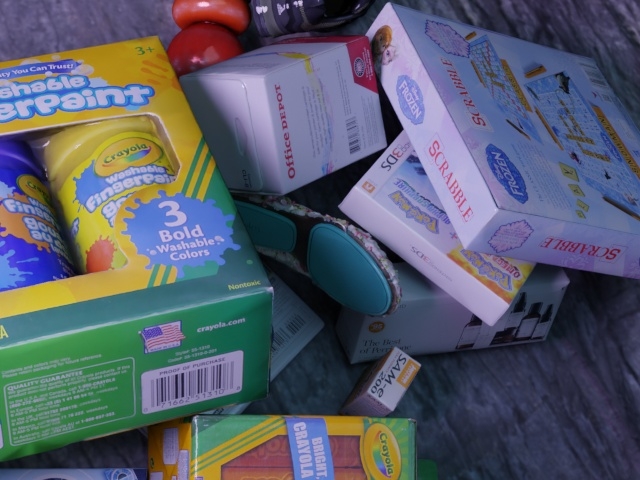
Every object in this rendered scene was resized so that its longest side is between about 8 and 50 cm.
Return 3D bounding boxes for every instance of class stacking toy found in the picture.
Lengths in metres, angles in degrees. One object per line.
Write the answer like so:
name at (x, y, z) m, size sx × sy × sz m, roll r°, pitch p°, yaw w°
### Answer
stacking toy at (-0.116, -0.309, 1.780) m, size 0.141 × 0.141 × 0.330 m, roll 10°, pitch 76°, yaw -16°

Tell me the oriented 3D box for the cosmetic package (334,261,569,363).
cosmetic package at (0.143, 0.071, 1.732) m, size 0.239 × 0.099 × 0.060 m, roll -6°, pitch 44°, yaw -20°

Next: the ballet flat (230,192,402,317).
ballet flat at (0.000, 0.000, 1.658) m, size 0.241 × 0.091 × 0.077 m, roll 29°, pitch 31°, yaw 26°

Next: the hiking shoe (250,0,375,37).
hiking shoe at (0.024, -0.270, 1.778) m, size 0.227 × 0.114 × 0.086 m, roll -31°, pitch 116°, yaw -51°

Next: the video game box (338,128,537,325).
video game box at (0.147, -0.033, 1.703) m, size 0.205 × 0.048 × 0.187 m, roll 37°, pitch 48°, yaw 3°

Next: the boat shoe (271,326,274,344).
boat shoe at (-0.105, 0.036, 1.654) m, size 0.066 × 0.066 × 0.183 m, roll -32°, pitch 83°, yaw -24°

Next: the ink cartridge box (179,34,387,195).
ink cartridge box at (-0.039, -0.134, 1.684) m, size 0.176 × 0.127 × 0.128 m, roll -26°, pitch 113°, yaw -45°

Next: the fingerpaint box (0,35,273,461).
fingerpaint box at (-0.309, 0.011, 1.465) m, size 0.444 × 0.163 × 0.371 m, roll -11°, pitch 47°, yaw -16°

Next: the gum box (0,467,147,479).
gum box at (-0.260, 0.302, 1.551) m, size 0.184 × 0.041 × 0.157 m, roll 2°, pitch 71°, yaw -18°

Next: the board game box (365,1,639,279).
board game box at (0.233, -0.103, 1.733) m, size 0.318 × 0.066 × 0.319 m, roll 10°, pitch 41°, yaw -34°

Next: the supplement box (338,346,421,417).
supplement box at (0.061, 0.156, 1.681) m, size 0.036 × 0.098 × 0.062 m, roll 36°, pitch 64°, yaw -4°

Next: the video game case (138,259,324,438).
video game case at (-0.140, 0.092, 1.676) m, size 0.206 × 0.026 × 0.227 m, roll 45°, pitch 65°, yaw 0°

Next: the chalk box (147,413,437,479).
chalk box at (-0.010, 0.261, 1.561) m, size 0.289 × 0.179 × 0.180 m, roll 2°, pitch 82°, yaw -19°
